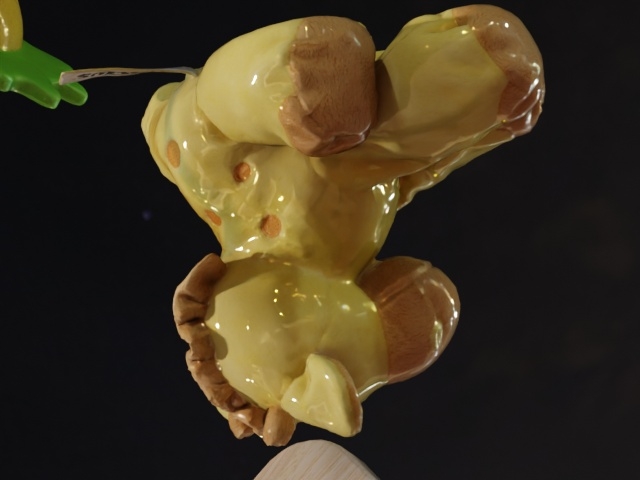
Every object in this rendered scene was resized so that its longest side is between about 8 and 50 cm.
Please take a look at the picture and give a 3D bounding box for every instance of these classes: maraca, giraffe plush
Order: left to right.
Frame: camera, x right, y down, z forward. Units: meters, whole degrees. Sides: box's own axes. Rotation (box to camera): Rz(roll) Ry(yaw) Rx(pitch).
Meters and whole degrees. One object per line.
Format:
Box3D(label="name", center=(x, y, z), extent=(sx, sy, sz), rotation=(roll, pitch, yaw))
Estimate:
Box3D(label="maraca", center=(-0.220, -0.129, 1.074), extent=(0.099, 0.186, 0.127), rotation=(-60, -9, 17))
Box3D(label="giraffe plush", center=(0.000, 0.000, 0.807), extent=(0.210, 0.181, 0.170), rotation=(-7, -92, 5))

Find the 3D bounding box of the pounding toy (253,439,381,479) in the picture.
Box3D(label="pounding toy", center=(-0.044, 0.187, 0.658), extent=(0.269, 0.154, 0.155), rotation=(-42, -37, 4))
